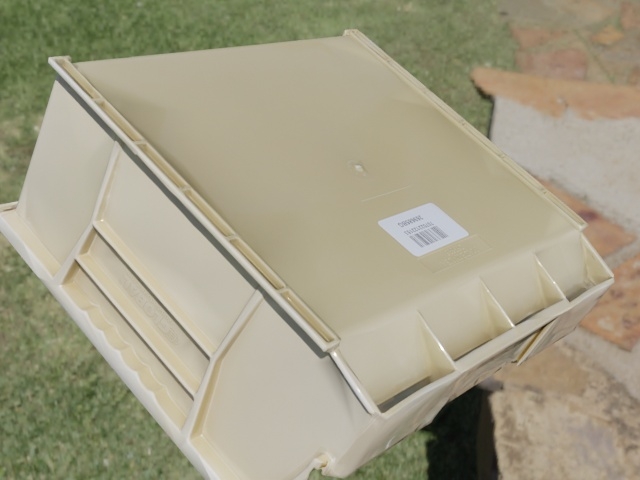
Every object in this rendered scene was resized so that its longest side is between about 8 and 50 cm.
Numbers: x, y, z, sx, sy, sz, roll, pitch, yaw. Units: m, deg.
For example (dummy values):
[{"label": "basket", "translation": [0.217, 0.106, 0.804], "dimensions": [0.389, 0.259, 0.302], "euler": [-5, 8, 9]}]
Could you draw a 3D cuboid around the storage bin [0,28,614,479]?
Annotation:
[{"label": "storage bin", "translation": [0.000, 0.000, 0.563], "dimensions": [0.260, 0.123, 0.262], "euler": [45, 37, 23]}]
